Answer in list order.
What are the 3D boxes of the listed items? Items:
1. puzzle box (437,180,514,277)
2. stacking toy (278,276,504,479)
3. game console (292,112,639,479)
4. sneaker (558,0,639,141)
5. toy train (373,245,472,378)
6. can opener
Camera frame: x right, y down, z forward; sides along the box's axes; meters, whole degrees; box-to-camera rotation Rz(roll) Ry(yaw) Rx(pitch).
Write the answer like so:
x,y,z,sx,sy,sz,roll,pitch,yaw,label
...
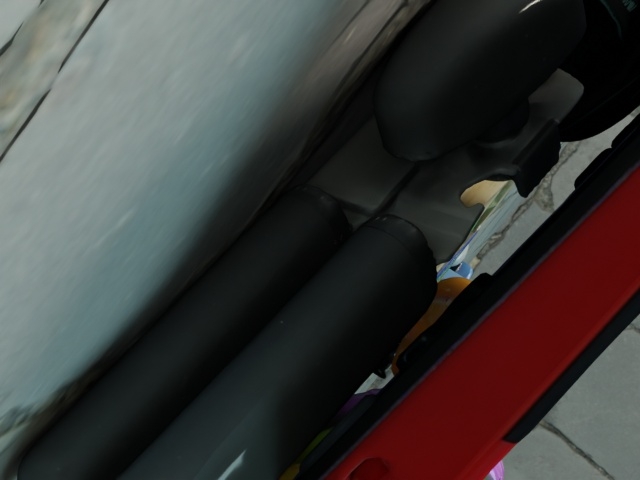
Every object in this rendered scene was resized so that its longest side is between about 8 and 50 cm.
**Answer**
x,y,z,sx,sy,sz,roll,pitch,yaw,label
-0.021,0.084,0.871,0.272,0.052,0.409,-54,173,35,puzzle box
0.033,0.142,0.816,0.175,0.166,0.302,113,3,-56,stacking toy
0.115,-0.007,0.631,0.386,0.060,0.342,-39,167,-53,game console
0.178,-0.146,0.731,0.267,0.101,0.106,-54,170,23,sneaker
0.066,0.045,1.153,0.105,0.080,0.184,-58,174,-22,toy train
0.000,0.000,0.550,0.280,0.074,0.093,-49,139,-27,can opener
